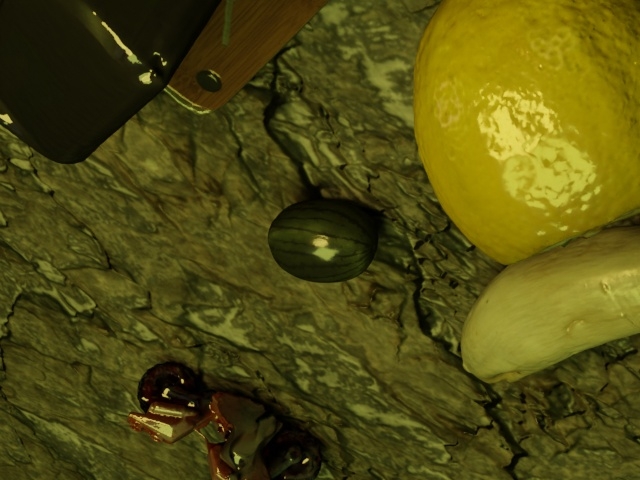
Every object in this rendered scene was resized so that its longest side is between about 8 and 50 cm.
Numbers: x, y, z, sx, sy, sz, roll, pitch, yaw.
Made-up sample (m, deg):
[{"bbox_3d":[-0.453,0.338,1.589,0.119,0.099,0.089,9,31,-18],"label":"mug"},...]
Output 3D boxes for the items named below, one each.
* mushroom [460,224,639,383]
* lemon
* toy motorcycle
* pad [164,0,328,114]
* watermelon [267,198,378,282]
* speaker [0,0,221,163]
[{"bbox_3d":[0.240,0.051,1.630,0.123,0.095,0.351,28,148,-29],"label":"mushroom"},{"bbox_3d":[0.175,-0.112,1.375,0.240,0.240,0.219,-26,88,47],"label":"lemon"},{"bbox_3d":[-0.107,0.216,2.010,0.212,0.118,0.084,28,158,1],"label":"toy motorcycle"},{"bbox_3d":[-0.138,-0.250,1.580,0.284,0.018,0.286,37,140,-11],"label":"pad"},{"bbox_3d":[0.000,0.000,1.732,0.111,0.078,0.078,-2,133,34],"label":"watermelon"},{"bbox_3d":[-0.190,-0.191,1.446,0.184,0.180,0.388,35,162,-12],"label":"speaker"}]
